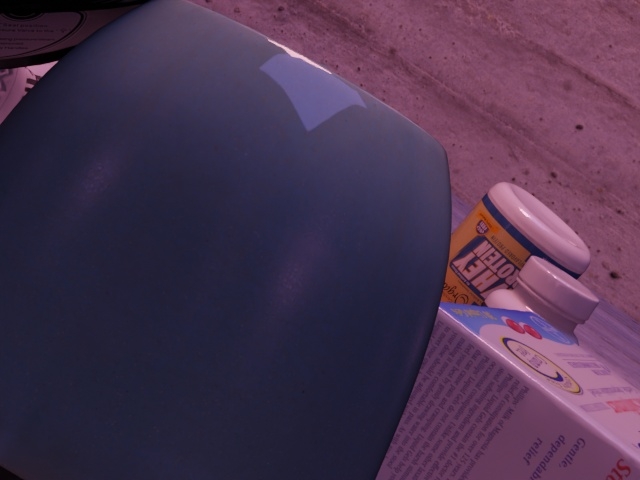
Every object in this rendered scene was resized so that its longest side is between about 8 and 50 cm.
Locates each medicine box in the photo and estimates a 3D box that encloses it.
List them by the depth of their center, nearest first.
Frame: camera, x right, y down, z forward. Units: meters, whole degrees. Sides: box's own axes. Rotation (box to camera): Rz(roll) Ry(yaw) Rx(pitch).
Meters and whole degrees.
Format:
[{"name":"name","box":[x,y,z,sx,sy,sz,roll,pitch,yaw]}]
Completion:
[{"name":"medicine box","box":[0.200,0.190,1.009,0.289,0.149,0.263,37,12,25]}]

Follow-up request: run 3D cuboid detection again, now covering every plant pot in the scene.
[{"name":"plant pot","box":[-0.062,0.010,0.695,0.293,0.235,0.293,29,1,-1]}]

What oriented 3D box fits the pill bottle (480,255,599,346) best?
[{"name":"pill bottle","box":[0.194,0.111,1.253,0.108,0.180,0.108,31,11,-7]}]

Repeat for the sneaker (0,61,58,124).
[{"name":"sneaker","box":[-0.256,-0.094,1.020,0.366,0.137,0.210,-1,7,-35]}]

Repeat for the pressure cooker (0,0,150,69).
[{"name":"pressure cooker","box":[-0.222,-0.305,0.736,0.375,0.370,0.420,42,33,-52]}]

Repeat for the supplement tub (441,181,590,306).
[{"name":"supplement tub","box":[0.198,0.047,1.454,0.144,0.199,0.144,36,16,-12]}]
